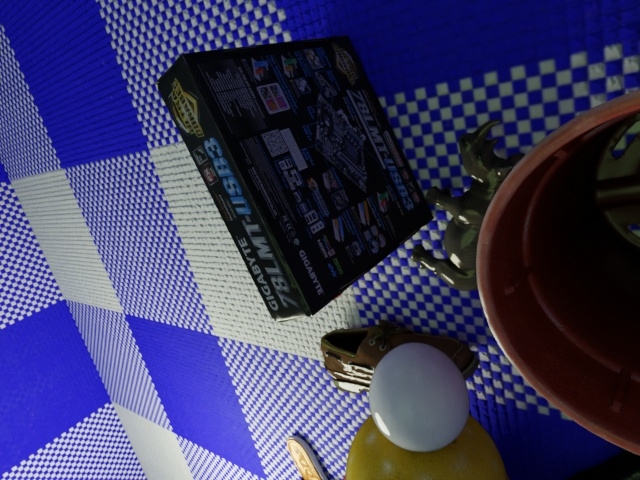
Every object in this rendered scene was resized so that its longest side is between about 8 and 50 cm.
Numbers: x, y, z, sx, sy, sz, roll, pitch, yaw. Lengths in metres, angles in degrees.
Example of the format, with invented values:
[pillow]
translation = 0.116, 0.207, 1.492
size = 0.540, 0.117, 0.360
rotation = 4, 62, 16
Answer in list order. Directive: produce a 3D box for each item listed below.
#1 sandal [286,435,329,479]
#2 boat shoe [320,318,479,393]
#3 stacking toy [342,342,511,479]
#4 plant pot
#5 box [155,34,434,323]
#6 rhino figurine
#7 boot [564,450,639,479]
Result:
[sandal]
translation = -0.026, 0.615, 1.140
size = 0.102, 0.076, 0.265
rotation = -30, 92, 46
[boat shoe]
translation = 0.107, 0.192, 0.768
size = 0.307, 0.110, 0.104
rotation = -22, 99, 45
[stacking toy]
translation = 0.135, 0.335, 0.628
size = 0.350, 0.350, 0.480
rotation = 9, 123, 37
[plant pot]
translation = 0.307, -0.013, 0.373
size = 0.272, 0.265, 0.272
rotation = 20, 125, 31
[box]
translation = -0.005, -0.097, 0.576
size = 0.073, 0.293, 0.296
rotation = -20, 100, 44
[rhino figurine]
translation = 0.194, -0.038, 0.595
size = 0.106, 0.073, 0.243
rotation = 29, 127, 31
[boot]
translation = 0.441, 0.399, 0.603
size = 0.207, 0.094, 0.246
rotation = 44, 128, 18
